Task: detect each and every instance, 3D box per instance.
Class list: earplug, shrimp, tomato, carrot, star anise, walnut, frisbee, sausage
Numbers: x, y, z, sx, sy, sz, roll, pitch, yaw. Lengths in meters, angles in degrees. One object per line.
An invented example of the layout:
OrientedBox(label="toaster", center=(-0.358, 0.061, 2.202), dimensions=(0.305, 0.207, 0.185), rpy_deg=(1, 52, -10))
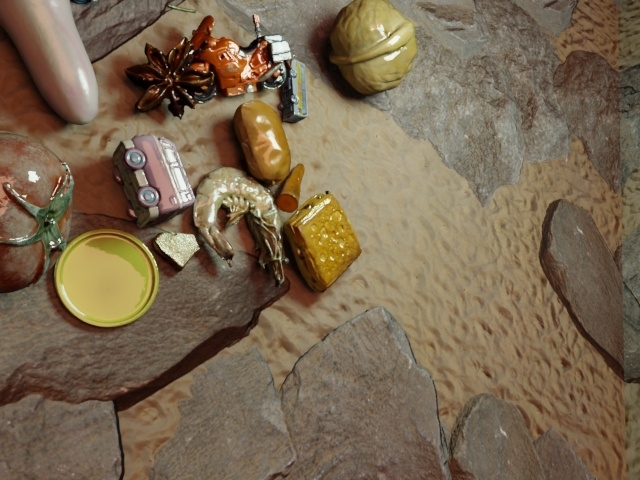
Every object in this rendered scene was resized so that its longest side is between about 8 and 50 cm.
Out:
OrientedBox(label="earplug", center=(-0.609, -0.411, 1.426), dimensions=(0.172, 0.172, 0.301), rpy_deg=(-27, 98, -36))
OrientedBox(label="shrimp", center=(-0.200, -0.030, 1.611), dimensions=(0.247, 0.085, 0.360), rpy_deg=(-23, 82, -36))
OrientedBox(label="tomato", center=(-0.629, -0.054, 1.193), dimensions=(0.283, 0.316, 0.316), rpy_deg=(13, 65, 3))
OrientedBox(label="carrot", center=(-0.074, -0.160, 1.723), dimensions=(0.061, 0.061, 0.209), rpy_deg=(38, 34, -18))
OrientedBox(label="star anise", center=(-0.383, -0.407, 1.577), dimensions=(0.220, 0.126, 0.190), rpy_deg=(-7, 79, -8))
OrientedBox(label="walnut", center=(0.163, -0.609, 1.924), dimensions=(0.285, 0.285, 0.296), rpy_deg=(-42, 121, -35))
OrientedBox(label="frisbee", center=(-0.491, 0.086, 1.420), dimensions=(0.236, 0.017, 0.236), rpy_deg=(11, 69, -31))
OrientedBox(label="sausage", center=(-0.158, -0.265, 1.686), dimensions=(0.136, 0.120, 0.241), rpy_deg=(-18, 87, -44))

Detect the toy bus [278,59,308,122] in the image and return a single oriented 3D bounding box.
OrientedBox(label="toy bus", center=(-0.081, -0.445, 1.835), dimensions=(0.075, 0.064, 0.190), rpy_deg=(9, 70, -44))

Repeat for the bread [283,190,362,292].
OrientedBox(label="bread", center=(0.000, 0.000, 1.704), dimensions=(0.210, 0.099, 0.235), rpy_deg=(-45, 121, -36))

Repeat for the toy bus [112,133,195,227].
OrientedBox(label="toy bus", center=(-0.404, -0.147, 1.478), dimensions=(0.142, 0.142, 0.202), rpy_deg=(-20, 88, -31))

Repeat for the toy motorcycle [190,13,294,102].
OrientedBox(label="toy motorcycle", center=(-0.236, -0.515, 1.704), dimensions=(0.326, 0.148, 0.221), rpy_deg=(-18, 110, -27))

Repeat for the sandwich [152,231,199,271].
OrientedBox(label="sandwich", center=(-0.358, 0.012, 1.519), dimensions=(0.105, 0.036, 0.093), rpy_deg=(40, 58, -15))

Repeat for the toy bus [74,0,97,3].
OrientedBox(label="toy bus", center=(-0.626, -0.682, 1.500), dimensions=(0.210, 0.136, 0.126), rpy_deg=(8, 71, -33))

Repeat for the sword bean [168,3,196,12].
OrientedBox(label="sword bean", center=(-0.388, -0.651, 1.726), dimensions=(0.083, 0.012, 0.012), rpy_deg=(-1, 76, -35))
